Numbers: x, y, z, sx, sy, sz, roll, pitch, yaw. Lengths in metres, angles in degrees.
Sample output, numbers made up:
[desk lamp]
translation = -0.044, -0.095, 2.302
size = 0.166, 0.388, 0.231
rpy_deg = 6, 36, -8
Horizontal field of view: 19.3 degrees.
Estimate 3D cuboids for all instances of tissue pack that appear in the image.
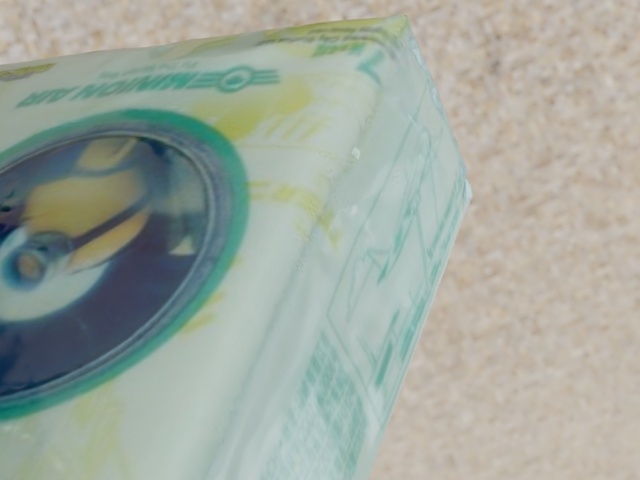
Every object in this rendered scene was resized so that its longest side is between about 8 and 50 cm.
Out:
[tissue pack]
translation = -0.117, 0.077, 0.886
size = 0.287, 0.388, 0.162
rpy_deg = -4, 134, 30
